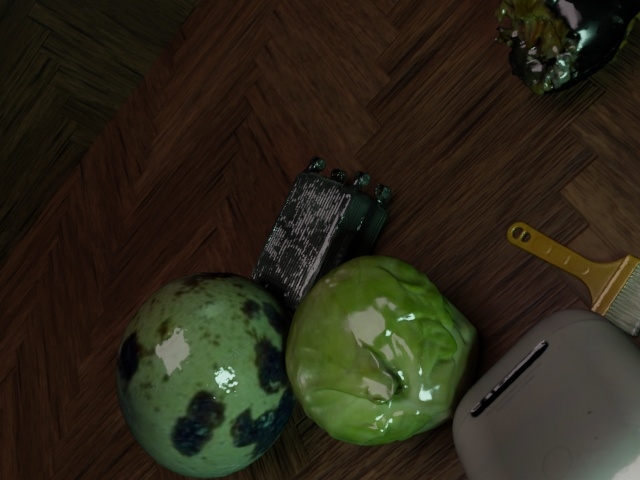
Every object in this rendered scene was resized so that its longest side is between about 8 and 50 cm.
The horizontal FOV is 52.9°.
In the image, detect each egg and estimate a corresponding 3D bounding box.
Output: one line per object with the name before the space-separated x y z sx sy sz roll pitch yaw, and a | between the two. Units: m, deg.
egg | -0.211 0.261 1.217 0.345 0.345 0.428 51 134 44

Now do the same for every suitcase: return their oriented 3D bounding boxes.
suitcase | 0.000 0.000 1.305 0.202 0.128 0.312 26 90 47

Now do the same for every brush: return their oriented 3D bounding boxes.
brush | 0.393 0.037 0.993 0.272 0.013 0.103 39 99 47

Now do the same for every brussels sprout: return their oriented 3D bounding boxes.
brussels sprout | 0.091 0.173 1.062 0.328 0.247 0.328 -4 83 36

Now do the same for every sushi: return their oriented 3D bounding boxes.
sushi | 0.416 -0.368 1.047 0.200 0.204 0.213 62 157 15

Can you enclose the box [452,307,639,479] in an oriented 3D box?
box | 0.309 0.253 0.805 0.288 0.141 0.349 -51 16 15
